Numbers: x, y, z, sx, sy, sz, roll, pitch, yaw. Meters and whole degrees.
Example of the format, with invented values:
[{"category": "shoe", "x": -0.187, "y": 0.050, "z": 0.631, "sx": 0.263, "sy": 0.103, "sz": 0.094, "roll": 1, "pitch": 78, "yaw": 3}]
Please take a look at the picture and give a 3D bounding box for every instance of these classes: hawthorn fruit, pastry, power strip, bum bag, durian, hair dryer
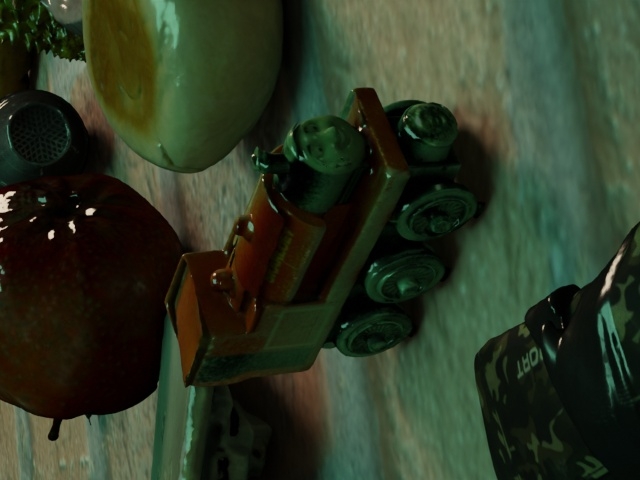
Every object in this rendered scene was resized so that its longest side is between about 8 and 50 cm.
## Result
[{"category": "hawthorn fruit", "x": -0.171, "y": 0.056, "z": 1.149, "sx": 0.157, "sy": 0.157, "sz": 0.194, "roll": -133, "pitch": 45, "yaw": -56}, {"category": "pastry", "x": -0.081, "y": -0.119, "z": 1.003, "sx": 0.156, "sy": 0.092, "sz": 0.156, "roll": 171, "pitch": 90, "yaw": -66}, {"category": "power strip", "x": -0.066, "y": 0.141, "z": 1.016, "sx": 0.213, "sy": 0.065, "sz": 0.198, "roll": -139, "pitch": 56, "yaw": -78}, {"category": "bum bag", "x": 0.117, "y": 0.049, "z": 0.596, "sx": 0.102, "sy": 0.069, "sz": 0.248, "roll": 45, "pitch": 144, "yaw": 5}, {"category": "durian", "x": -0.230, "y": -0.237, "z": 1.305, "sx": 0.108, "sy": 0.119, "sz": 0.186, "roll": 118, "pitch": 144, "yaw": -55}, {"category": "hair dryer", "x": -0.228, "y": 0.019, "z": 1.378, "sx": 0.235, "sy": 0.091, "sz": 0.271, "roll": 156, "pitch": 107, "yaw": -75}]

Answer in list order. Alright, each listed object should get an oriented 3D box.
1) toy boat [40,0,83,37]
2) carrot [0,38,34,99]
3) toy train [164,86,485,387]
[{"category": "toy boat", "x": -0.111, "y": -0.231, "z": 1.111, "sx": 0.155, "sy": 0.085, "sz": 0.227, "roll": 56, "pitch": 130, "yaw": 37}, {"category": "carrot", "x": -0.281, "y": -0.207, "z": 1.493, "sx": 0.066, "sy": 0.066, "sz": 0.314, "roll": -127, "pitch": 41, "yaw": -53}, {"category": "toy train", "x": 0.000, "y": 0.000, "z": 0.800, "sx": 0.176, "sy": 0.118, "sz": 0.074, "roll": 115, "pitch": 142, "yaw": -49}]
